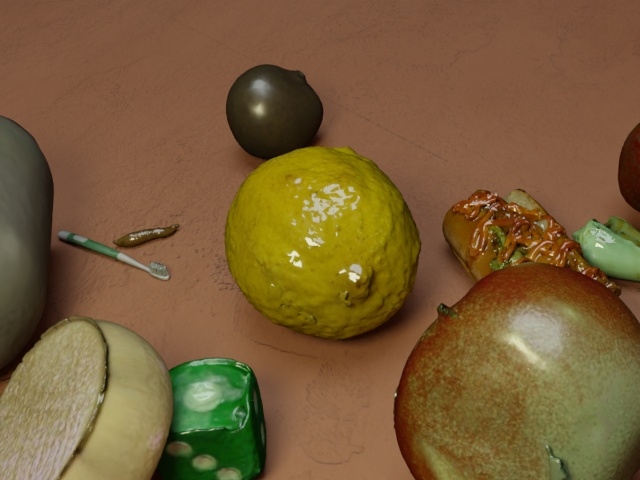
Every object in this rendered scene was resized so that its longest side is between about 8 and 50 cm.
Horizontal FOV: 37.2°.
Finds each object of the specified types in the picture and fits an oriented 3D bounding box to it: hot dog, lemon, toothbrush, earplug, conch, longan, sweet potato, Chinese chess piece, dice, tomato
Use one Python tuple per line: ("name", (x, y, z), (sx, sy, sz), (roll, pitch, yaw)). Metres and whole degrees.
("hot dog", (0.297, 0.029, 1.355), (0.158, 0.117, 0.349), (-16, 38, -9))
("lemon", (0.000, 0.000, 1.341), (0.268, 0.268, 0.322), (-16, 35, -10))
("toothbrush", (-0.347, 0.021, 1.574), (0.257, 0.024, 0.018), (17, 44, 32))
("earplug", (-0.544, 0.023, 1.373), (0.312, 0.313, 0.394), (-13, 38, -6))
("conch", (0.450, 0.019, 1.382), (0.170, 0.079, 0.106), (28, 54, 18))
("longan", (-0.087, -0.235, 1.740), (0.189, 0.189, 0.189), (-5, 37, 4))
("sweet potato", (-0.292, -0.008, 1.599), (0.115, 0.026, 0.026), (-13, 37, -10))
("Chinese chess piece", (-0.292, 0.223, 1.119), (0.270, 0.112, 0.270), (-32, 40, 31))
("dice", (-0.137, 0.230, 1.176), (0.128, 0.120, 0.131), (-9, 35, 2))
("tomato", (0.237, 0.182, 1.027), (0.303, 0.304, 0.239), (-29, 45, -25))

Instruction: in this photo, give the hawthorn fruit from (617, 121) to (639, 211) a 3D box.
("hawthorn fruit", (0.563, -0.139, 1.410), (0.208, 0.248, 0.208), (19, 9, -3))
